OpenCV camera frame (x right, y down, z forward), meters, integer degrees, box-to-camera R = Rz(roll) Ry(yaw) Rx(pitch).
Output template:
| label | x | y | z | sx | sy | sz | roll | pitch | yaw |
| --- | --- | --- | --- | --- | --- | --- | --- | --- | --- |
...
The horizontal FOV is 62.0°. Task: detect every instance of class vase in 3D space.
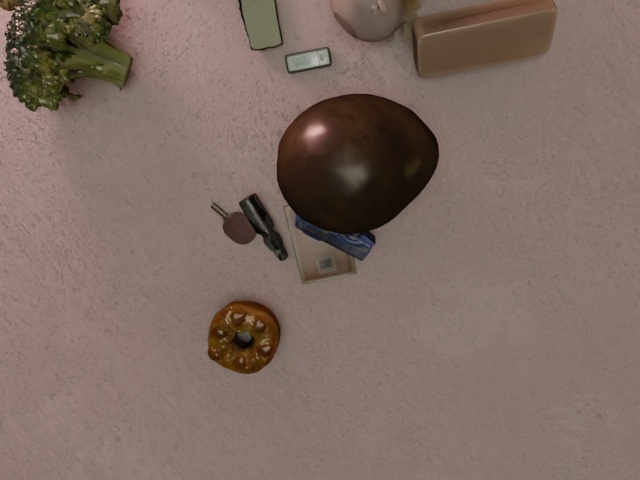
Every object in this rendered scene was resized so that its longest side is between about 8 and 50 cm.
| label | x | y | z | sx | sy | sz | roll | pitch | yaw |
| --- | --- | --- | --- | --- | --- | --- | --- | --- | --- |
| vase | -0.157 | -0.032 | 1.531 | 0.060 | 0.060 | 0.211 | -29 | 100 | 10 |

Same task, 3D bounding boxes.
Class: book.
| label | x | y | z | sx | sy | sz | roll | pitch | yaw |
| --- | --- | --- | --- | --- | --- | --- | --- | --- | --- |
| book | 0.000 | 0.000 | 1.551 | 0.170 | 0.018 | 0.241 | -11 | 103 | 5 |

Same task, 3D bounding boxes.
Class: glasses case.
| label | x | y | z | sx | sy | sz | roll | pitch | yaw |
| --- | --- | --- | --- | --- | --- | --- | --- | --- | --- |
| glasses case | 0.404 | -0.511 | 1.334 | 0.336 | 0.076 | 0.144 | -9 | 147 | 5 |

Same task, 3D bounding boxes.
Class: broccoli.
| label | x | y | z | sx | sy | sz | roll | pitch | yaw |
| --- | --- | --- | --- | --- | --- | --- | --- | --- | --- |
| broccoli | -0.651 | -0.504 | 1.350 | 0.317 | 0.277 | 0.338 | -9 | 113 | -14 |

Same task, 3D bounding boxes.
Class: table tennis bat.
| label | x | y | z | sx | sy | sz | roll | pitch | yaw |
| --- | --- | --- | --- | --- | --- | --- | --- | --- | --- |
| table tennis bat | -0.257 | -0.053 | 1.558 | 0.156 | 0.013 | 0.087 | 40 | 105 | -8 |

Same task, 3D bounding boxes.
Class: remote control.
| label | x | y | z | sx | sy | sz | roll | pitch | yaw |
| --- | --- | --- | --- | --- | --- | --- | --- | --- | --- |
| remote control | -0.033 | -0.485 | 1.434 | 0.124 | 0.018 | 0.053 | -10 | 102 | 6 |

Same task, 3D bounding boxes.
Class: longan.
| label | x | y | z | sx | sy | sz | roll | pitch | yaw |
| --- | --- | --- | --- | --- | --- | --- | --- | --- | --- |
| longan | 0.084 | -0.189 | 1.320 | 0.404 | 0.404 | 0.336 | -8 | 109 | 6 |

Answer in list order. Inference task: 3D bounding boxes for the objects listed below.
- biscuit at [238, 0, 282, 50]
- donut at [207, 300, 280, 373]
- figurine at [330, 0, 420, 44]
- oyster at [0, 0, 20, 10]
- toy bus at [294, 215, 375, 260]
| label | x | y | z | sx | sy | sz | roll | pitch | yaw |
| --- | --- | --- | --- | --- | --- | --- | --- | --- | --- |
| biscuit | -0.175 | -0.665 | 1.389 | 0.099 | 0.038 | 0.322 | -11 | 102 | 3 |
| donut | -0.226 | 0.286 | 1.586 | 0.227 | 0.114 | 0.226 | 1 | 103 | 3 |
| figurine | 0.220 | -0.643 | 1.322 | 0.394 | 0.226 | 0.274 | -41 | 129 | 1 |
| oyster | -0.715 | -0.715 | 1.377 | 0.294 | 0.094 | 0.166 | -29 | 75 | 0 |
| toy bus | 0.038 | -0.031 | 1.492 | 0.236 | 0.079 | 0.094 | 26 | 105 | -4 |
